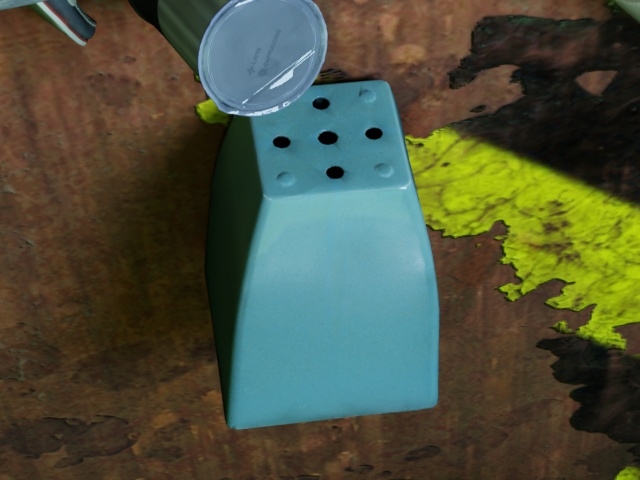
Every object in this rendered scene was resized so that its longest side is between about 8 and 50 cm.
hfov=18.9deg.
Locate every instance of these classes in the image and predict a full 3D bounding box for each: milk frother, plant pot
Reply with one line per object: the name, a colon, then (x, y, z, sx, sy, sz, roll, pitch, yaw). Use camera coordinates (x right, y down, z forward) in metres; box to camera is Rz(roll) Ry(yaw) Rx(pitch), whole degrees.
milk frother: (-0.078, -0.164, 1.150, 0.143, 0.135, 0.129, 8, 114, -31)
plant pot: (0.000, 0.000, 1.431, 0.165, 0.165, 0.234, -6, 141, -6)

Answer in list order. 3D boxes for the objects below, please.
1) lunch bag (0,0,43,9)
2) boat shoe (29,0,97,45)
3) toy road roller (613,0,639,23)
lunch bag: (-0.248, -0.209, 0.977, 0.305, 0.213, 0.256, -8, 166, -2)
boat shoe: (-0.175, -0.169, 1.207, 0.043, 0.049, 0.137, -52, 145, -6)
toy road roller: (0.350, -0.201, 1.167, 0.329, 0.241, 0.202, 24, 175, 46)
